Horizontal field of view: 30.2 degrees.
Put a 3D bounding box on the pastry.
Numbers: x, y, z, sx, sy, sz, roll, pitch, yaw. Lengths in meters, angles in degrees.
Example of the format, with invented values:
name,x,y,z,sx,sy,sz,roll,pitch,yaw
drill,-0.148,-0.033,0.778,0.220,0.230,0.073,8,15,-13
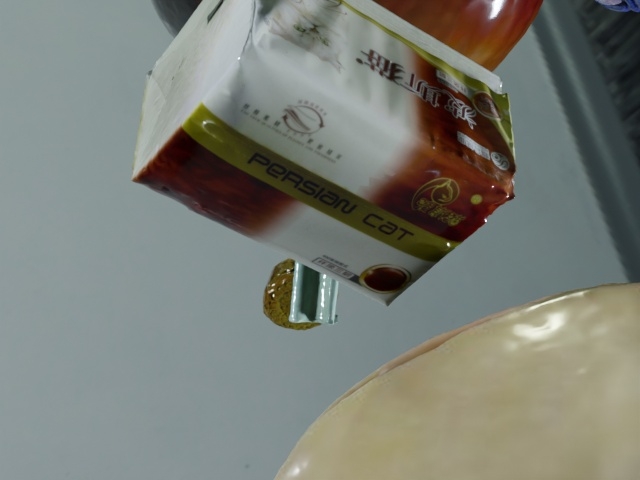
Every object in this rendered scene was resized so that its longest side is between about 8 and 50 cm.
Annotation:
name,x,y,z,sx,sy,sz,roll,pitch,yaw
pastry,-0.027,0.071,1.582,0.097,0.109,0.057,59,20,-26

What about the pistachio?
name,x,y,z,sx,sy,sz,roll,pitch,yaw
pistachio,0.124,0.135,0.658,0.318,0.193,0.214,-9,97,3

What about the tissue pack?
name,x,y,z,sx,sy,sz,roll,pitch,yaw
tissue pack,0.002,-0.052,0.563,0.148,0.106,0.099,26,40,-24

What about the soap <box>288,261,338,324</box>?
name,x,y,z,sx,sy,sz,roll,pitch,yaw
soap,0.000,0.000,1.463,0.063,0.114,0.198,5,93,-1

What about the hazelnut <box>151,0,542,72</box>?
name,x,y,z,sx,sy,sz,roll,pitch,yaw
hazelnut,0.040,-0.309,1.236,0.429,0.402,0.402,19,57,-30

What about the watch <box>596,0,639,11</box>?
name,x,y,z,sx,sy,sz,roll,pitch,yaw
watch,0.169,-0.167,0.318,0.196,0.171,0.200,18,81,30
